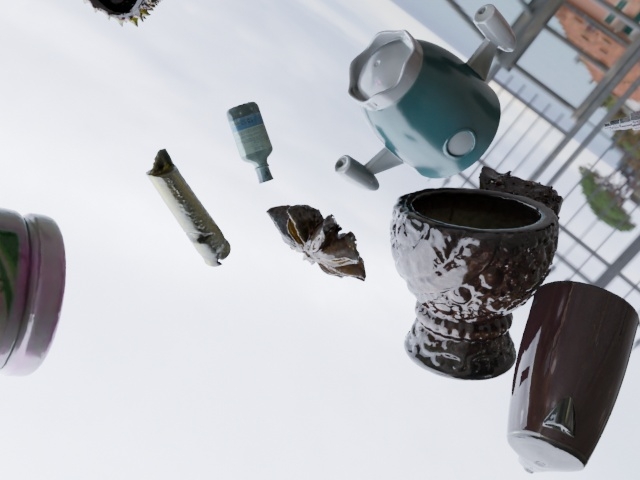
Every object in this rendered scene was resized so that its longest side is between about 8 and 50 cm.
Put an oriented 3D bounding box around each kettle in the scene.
[{"bbox_3d":[0.325,0.198,0.945,0.144,0.232,0.202,24,154,9],"label":"kettle"}]

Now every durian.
[{"bbox_3d":[-0.264,-0.367,0.902,0.187,0.119,0.108,67,-160,-9],"label":"durian"}]

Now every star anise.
[{"bbox_3d":[-0.002,-0.001,1.879,0.331,0.118,0.332,33,160,14],"label":"star anise"}]

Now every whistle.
[{"bbox_3d":[-0.251,-0.053,1.322,0.326,0.057,0.068,68,-152,-55],"label":"whistle"}]

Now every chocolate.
[{"bbox_3d":[0.381,-0.069,1.276,0.156,0.133,0.156,27,-121,-56],"label":"chocolate"}]

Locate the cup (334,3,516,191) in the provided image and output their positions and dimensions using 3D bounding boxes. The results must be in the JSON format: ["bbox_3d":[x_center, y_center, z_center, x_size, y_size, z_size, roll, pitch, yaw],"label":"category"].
[{"bbox_3d":[0.128,-0.192,0.925,0.173,0.300,0.167,30,-158,-38],"label":"cup"}]

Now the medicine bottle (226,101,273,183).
[{"bbox_3d":[-0.175,-0.253,1.792,0.053,0.090,0.209,-169,60,-74],"label":"medicine bottle"}]

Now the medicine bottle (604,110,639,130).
[{"bbox_3d":[0.519,-0.187,1.004,0.057,0.199,0.058,16,-109,-53],"label":"medicine bottle"}]

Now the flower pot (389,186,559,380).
[{"bbox_3d":[0.242,0.071,1.138,0.266,0.267,0.266,2,-161,-1],"label":"flower pot"}]

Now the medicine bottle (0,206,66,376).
[{"bbox_3d":[-0.483,0.046,0.784,0.325,0.212,0.212,12,-150,-38],"label":"medicine bottle"}]
